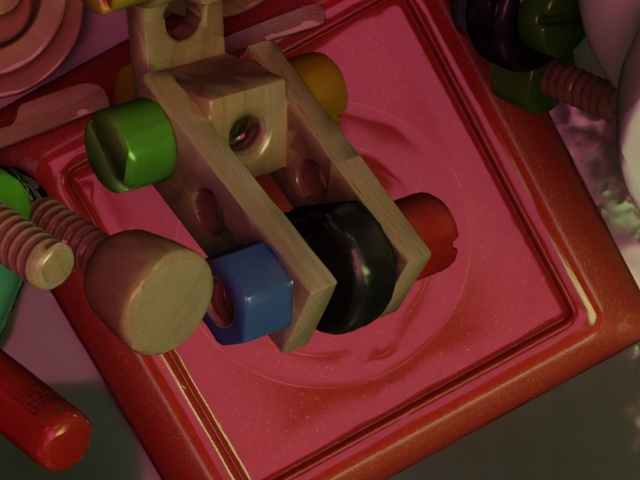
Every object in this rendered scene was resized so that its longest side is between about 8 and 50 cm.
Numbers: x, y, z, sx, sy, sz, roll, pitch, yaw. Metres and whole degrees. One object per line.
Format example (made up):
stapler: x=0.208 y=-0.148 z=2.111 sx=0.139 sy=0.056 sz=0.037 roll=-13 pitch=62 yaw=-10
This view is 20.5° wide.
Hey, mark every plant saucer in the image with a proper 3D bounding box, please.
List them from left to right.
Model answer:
plant saucer: x=0.000 y=0.000 z=0.857 sx=0.259 sy=0.048 sz=0.258 roll=-29 pitch=100 yaw=1

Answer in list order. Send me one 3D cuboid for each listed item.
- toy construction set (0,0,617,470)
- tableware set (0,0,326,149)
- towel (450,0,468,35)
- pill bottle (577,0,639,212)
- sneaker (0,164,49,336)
toy construction set: x=-0.075 y=-0.083 z=0.705 sx=0.309 sy=0.237 sz=0.257 roll=-45 pitch=141 yaw=-20
tableware set: x=-0.103 y=-0.129 z=0.807 sx=0.194 sy=0.039 sz=0.128 roll=-20 pitch=79 yaw=0
towel: x=0.160 y=-0.298 z=0.810 sx=0.271 sy=0.040 sz=0.370 roll=-11 pitch=101 yaw=-9
pill bottle: x=0.178 y=-0.133 z=0.668 sx=0.162 sy=0.278 sz=0.162 roll=5 pitch=140 yaw=4
sneaker: x=-0.224 y=0.080 z=0.828 sx=0.108 sy=0.121 sz=0.302 roll=47 pitch=115 yaw=5
